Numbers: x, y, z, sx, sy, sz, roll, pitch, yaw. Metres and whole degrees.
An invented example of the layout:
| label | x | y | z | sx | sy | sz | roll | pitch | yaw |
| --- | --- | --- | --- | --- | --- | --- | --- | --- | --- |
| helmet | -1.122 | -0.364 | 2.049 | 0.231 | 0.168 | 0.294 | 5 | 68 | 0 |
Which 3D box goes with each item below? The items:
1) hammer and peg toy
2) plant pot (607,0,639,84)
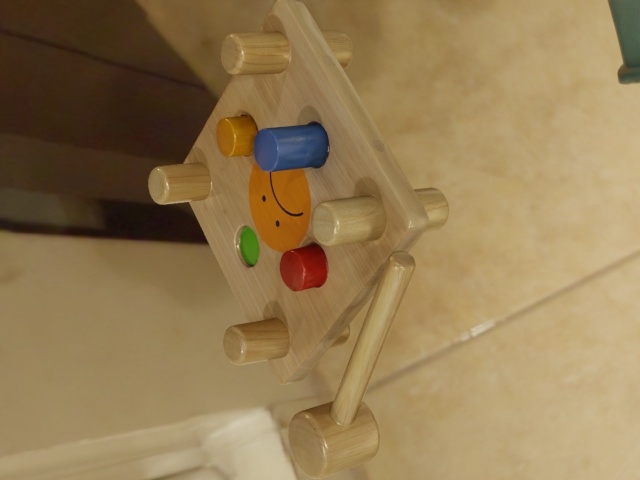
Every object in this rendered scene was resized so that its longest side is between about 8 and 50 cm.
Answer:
| label | x | y | z | sx | sy | sz | roll | pitch | yaw |
| --- | --- | --- | --- | --- | --- | --- | --- | --- | --- |
| hammer and peg toy | 0.000 | 0.000 | 1.069 | 0.361 | 0.127 | 0.266 | 61 | 138 | 25 |
| plant pot | 0.372 | -0.357 | 1.103 | 0.341 | 0.341 | 0.334 | -19 | 100 | 23 |
